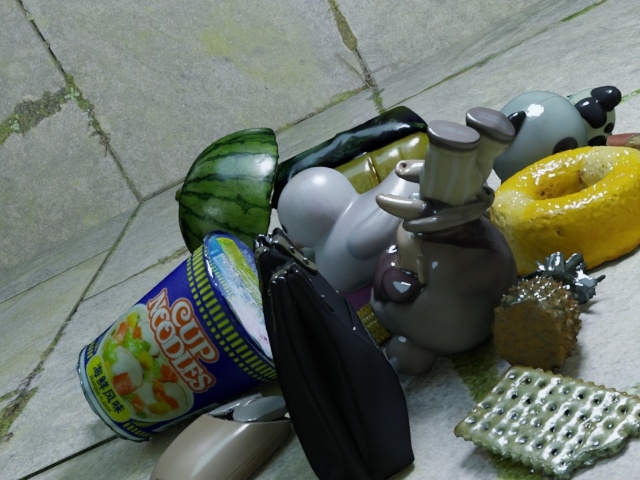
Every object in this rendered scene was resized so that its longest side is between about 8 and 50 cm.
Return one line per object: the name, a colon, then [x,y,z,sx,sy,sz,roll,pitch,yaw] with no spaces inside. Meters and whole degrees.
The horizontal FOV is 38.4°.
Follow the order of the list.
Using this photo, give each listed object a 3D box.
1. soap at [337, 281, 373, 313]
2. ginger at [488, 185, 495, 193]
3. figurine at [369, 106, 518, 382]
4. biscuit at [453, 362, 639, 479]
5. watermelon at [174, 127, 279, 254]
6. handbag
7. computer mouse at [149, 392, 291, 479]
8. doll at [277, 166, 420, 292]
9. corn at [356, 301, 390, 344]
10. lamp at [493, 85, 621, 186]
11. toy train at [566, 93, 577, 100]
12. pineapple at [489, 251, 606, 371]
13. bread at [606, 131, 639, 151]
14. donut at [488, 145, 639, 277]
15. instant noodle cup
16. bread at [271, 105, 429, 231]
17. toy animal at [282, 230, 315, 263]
soap: [0.161,0.041,1.580,0.260,0.081,0.181,-23,18,18]
ginger: [0.233,-0.038,1.709,0.213,0.074,0.137,-34,4,-29]
figurine: [0.179,0.003,1.262,0.203,0.380,0.248,16,37,18]
biscuit: [0.258,0.203,1.034,0.144,0.016,0.203,-40,30,-26]
watermelon: [-0.198,-0.075,1.871,0.190,0.330,0.331,1,11,-15]
handbag: [-0.004,0.135,1.222,0.152,0.287,0.342,-25,17,-3]
computer mouse: [-0.148,0.302,1.317,0.236,0.082,0.145,-39,20,-29]
doll: [0.048,-0.042,1.470,0.251,0.221,0.221,-37,16,11]
corn: [0.073,0.140,1.459,0.206,0.067,0.067,-33,18,-13]
lamp: [0.419,-0.185,1.652,0.244,0.197,0.198,-24,16,-12]
toy train: [0.505,-0.242,1.887,0.172,0.070,0.099,-28,24,-2]
pineapple: [0.309,0.082,1.226,0.125,0.125,0.251,-18,10,30]
bread: [0.535,-0.144,1.527,0.119,0.067,0.192,-1,2,-25]
donut: [0.396,-0.057,1.454,0.303,0.110,0.303,-25,18,9]
instant noodle cup: [-0.221,0.177,1.525,0.312,0.284,0.284,-33,16,14]
bread: [0.088,-0.097,1.842,0.377,0.251,0.208,-27,50,4]
toy animal: [0.000,0.000,1.624,0.225,0.121,0.094,-46,9,-16]
